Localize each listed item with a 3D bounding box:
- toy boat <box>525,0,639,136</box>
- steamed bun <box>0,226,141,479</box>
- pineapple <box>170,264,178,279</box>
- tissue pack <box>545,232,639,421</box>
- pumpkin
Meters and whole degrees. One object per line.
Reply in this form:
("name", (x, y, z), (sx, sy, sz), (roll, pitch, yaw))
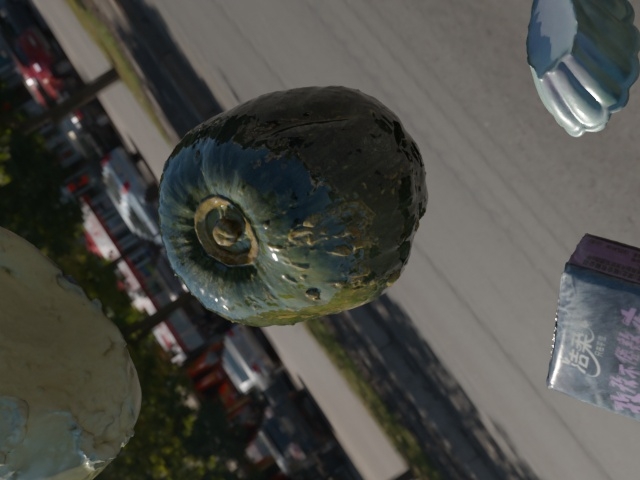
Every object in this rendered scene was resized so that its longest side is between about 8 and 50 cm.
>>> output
("toy boat", (0.392, -0.307, 1.637), (0.199, 0.100, 0.290), (-34, 47, 49))
("steamed bun", (-0.371, 0.159, 1.051), (0.334, 0.233, 0.312), (39, 131, -5))
("pineapple", (-0.147, 0.043, 1.737), (0.108, 0.198, 0.108), (180, 90, -76))
("tissue pack", (0.515, 0.158, 1.515), (0.361, 0.122, 0.259), (18, 129, 25))
("pumpkin", (-0.026, -0.038, 1.282), (0.328, 0.257, 0.291), (-5, 111, 36))
